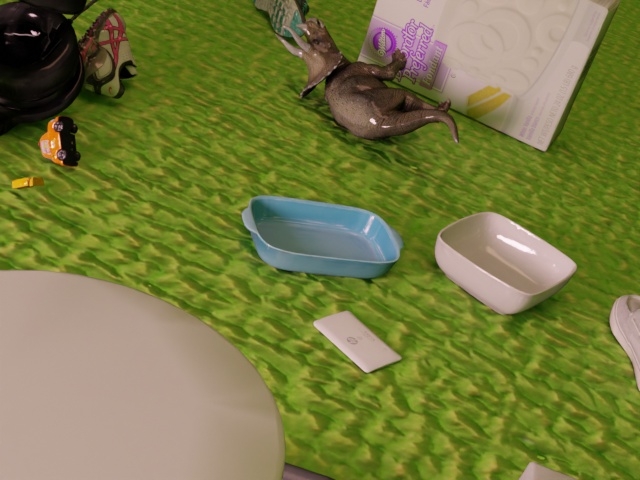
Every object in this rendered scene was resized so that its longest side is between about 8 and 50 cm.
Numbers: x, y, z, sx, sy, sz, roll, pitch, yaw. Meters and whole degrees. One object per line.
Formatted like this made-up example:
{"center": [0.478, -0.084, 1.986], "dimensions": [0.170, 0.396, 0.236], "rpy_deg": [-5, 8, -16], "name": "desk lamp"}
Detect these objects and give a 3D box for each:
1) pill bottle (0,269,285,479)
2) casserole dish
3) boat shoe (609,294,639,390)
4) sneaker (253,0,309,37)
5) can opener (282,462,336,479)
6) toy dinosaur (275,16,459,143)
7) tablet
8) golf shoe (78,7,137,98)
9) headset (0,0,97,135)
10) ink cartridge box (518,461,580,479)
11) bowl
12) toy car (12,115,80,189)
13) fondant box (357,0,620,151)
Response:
{"center": [-0.146, 0.206, 0.502], "dimensions": [0.210, 0.363, 0.210], "rpy_deg": [14, 31, -8], "name": "pill bottle"}
{"center": [0.000, 0.000, 1.245], "dimensions": [0.188, 0.037, 0.114], "rpy_deg": [7, 32, -21], "name": "casserole dish"}
{"center": [0.371, 0.107, 1.251], "dimensions": [0.066, 0.063, 0.184], "rpy_deg": [17, 31, -4], "name": "boat shoe"}
{"center": [-0.046, -0.374, 1.806], "dimensions": [0.076, 0.065, 0.166], "rpy_deg": [5, 34, -30], "name": "sneaker"}
{"center": [-0.006, 0.194, 0.866], "dimensions": [0.283, 0.095, 0.076], "rpy_deg": [19, 29, -1], "name": "can opener"}
{"center": [0.072, -0.185, 1.542], "dimensions": [0.160, 0.121, 0.313], "rpy_deg": [-15, 47, -26], "name": "toy dinosaur"}
{"center": [0.037, 0.101, 1.131], "dimensions": [0.054, 0.006, 0.083], "rpy_deg": [-14, 43, -43], "name": "tablet"}
{"center": [-0.278, -0.239, 1.462], "dimensions": [0.086, 0.067, 0.186], "rpy_deg": [36, 28, -18], "name": "golf shoe"}
{"center": [-0.347, -0.267, 1.268], "dimensions": [0.185, 0.243, 0.394], "rpy_deg": [26, 34, 12], "name": "headset"}
{"center": [0.206, 0.312, 0.768], "dimensions": [0.211, 0.121, 0.289], "rpy_deg": [21, 30, 3], "name": "ink cartridge box"}
{"center": [0.208, 0.031, 1.295], "dimensions": [0.142, 0.053, 0.142], "rpy_deg": [35, 35, 26], "name": "bowl"}
{"center": [-0.304, -0.096, 1.215], "dimensions": [0.040, 0.060, 0.122], "rpy_deg": [-7, 16, 19], "name": "toy car"}
{"center": [0.246, -0.314, 1.693], "dimensions": [0.330, 0.238, 0.096], "rpy_deg": [28, 32, 15], "name": "fondant box"}
